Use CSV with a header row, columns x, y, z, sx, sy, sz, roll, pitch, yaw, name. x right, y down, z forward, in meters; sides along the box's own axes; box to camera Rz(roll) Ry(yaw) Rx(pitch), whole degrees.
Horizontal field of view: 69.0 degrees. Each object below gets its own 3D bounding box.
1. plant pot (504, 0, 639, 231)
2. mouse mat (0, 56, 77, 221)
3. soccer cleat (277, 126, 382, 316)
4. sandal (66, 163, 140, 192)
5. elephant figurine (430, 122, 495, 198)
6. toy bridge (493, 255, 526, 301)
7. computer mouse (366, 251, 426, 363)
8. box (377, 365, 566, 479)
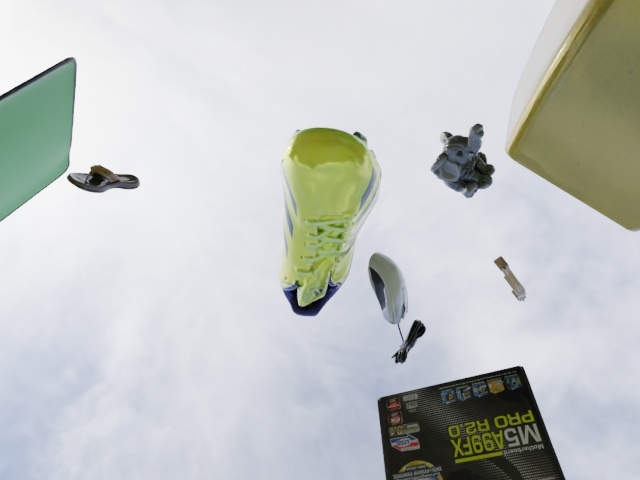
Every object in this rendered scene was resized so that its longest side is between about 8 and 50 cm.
x,y,z,sx,sy,sz,roll,pitch,yaw,name
0.284,-0.138,0.406,0.212,0.187,0.212,31,-136,0,plant pot
-0.281,-0.070,0.420,0.007,0.189,0.153,40,-127,-8,mouse mat
0.001,0.000,0.467,0.093,0.289,0.121,9,-114,0,soccer cleat
-0.566,-0.170,1.231,0.090,0.060,0.219,32,-159,22,sandal
0.407,-0.253,1.380,0.186,0.239,0.169,-33,-138,19,elephant figurine
0.488,0.110,1.172,0.026,0.188,0.063,-36,-138,12,toy bridge
0.136,0.111,0.826,0.042,0.193,0.106,-12,-167,43,computer mouse
0.239,0.344,0.774,0.270,0.060,0.216,-19,-140,17,box
